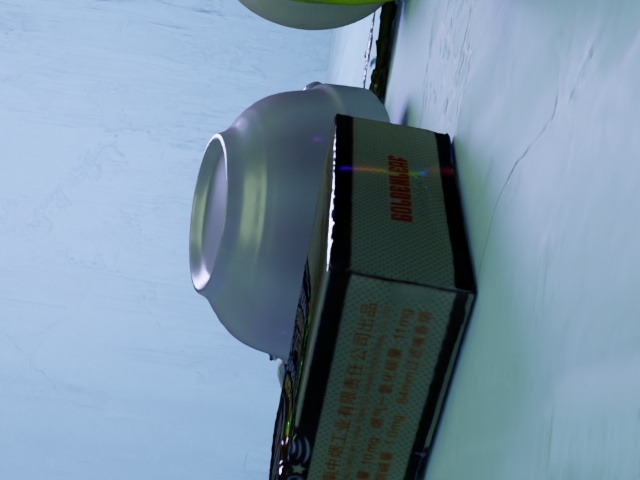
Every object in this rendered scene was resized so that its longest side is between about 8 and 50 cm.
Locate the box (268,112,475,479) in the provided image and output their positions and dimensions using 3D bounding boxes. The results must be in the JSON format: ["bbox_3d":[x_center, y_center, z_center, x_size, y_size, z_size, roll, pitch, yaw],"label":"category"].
[{"bbox_3d":[0.021,0.096,0.709,0.198,0.084,0.310,-87,7,-58],"label":"box"}]

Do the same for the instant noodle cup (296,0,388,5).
[{"bbox_3d":[-0.004,-0.313,0.595,0.221,0.311,0.311,116,165,-47],"label":"instant noodle cup"}]

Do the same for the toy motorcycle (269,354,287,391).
[{"bbox_3d":[-0.038,0.154,1.692,0.130,0.094,0.229,71,-165,-87],"label":"toy motorcycle"}]

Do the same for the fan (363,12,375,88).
[{"bbox_3d":[0.061,-0.238,1.377,0.329,0.009,0.191,-72,-11,-81],"label":"fan"}]

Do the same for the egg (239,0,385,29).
[{"bbox_3d":[-0.013,-0.330,1.189,0.188,0.253,0.189,-3,-86,-48],"label":"egg"}]

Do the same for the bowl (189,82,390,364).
[{"bbox_3d":[-0.042,-0.019,1.040,0.287,0.143,0.287,-173,90,-71],"label":"bowl"}]

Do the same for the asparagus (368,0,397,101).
[{"bbox_3d":[0.078,-0.270,1.242,0.024,0.025,0.248,6,87,58],"label":"asparagus"}]

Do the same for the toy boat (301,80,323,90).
[{"bbox_3d":[0.000,-0.021,1.310,0.276,0.111,0.293,85,-176,-78],"label":"toy boat"}]
